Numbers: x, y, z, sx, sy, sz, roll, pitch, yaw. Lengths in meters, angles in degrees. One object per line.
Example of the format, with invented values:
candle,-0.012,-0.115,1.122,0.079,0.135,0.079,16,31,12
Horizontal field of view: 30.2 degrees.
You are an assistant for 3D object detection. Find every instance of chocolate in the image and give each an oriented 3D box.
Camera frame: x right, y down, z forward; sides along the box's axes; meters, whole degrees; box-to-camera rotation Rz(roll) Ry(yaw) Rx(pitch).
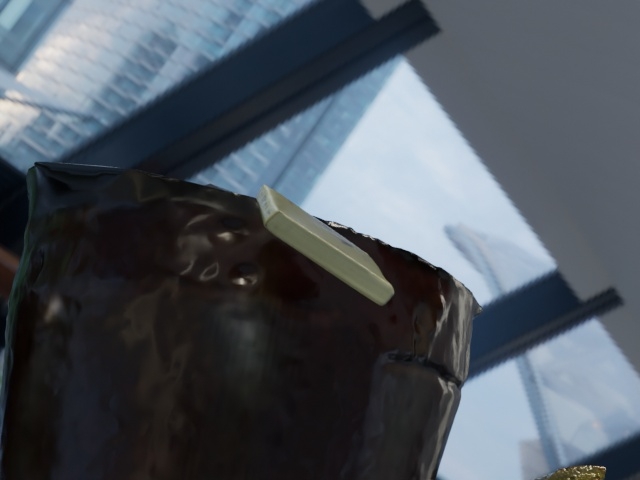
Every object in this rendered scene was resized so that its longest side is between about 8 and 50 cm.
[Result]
chocolate,-0.083,0.155,0.897,0.383,0.331,0.383,15,-9,2

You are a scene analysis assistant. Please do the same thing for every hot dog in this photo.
hot dog,0.214,0.275,1.200,0.169,0.061,0.078,-27,-37,36

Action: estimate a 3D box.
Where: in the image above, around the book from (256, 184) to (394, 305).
book,0.000,-0.001,0.662,0.077,0.014,0.111,34,5,-10
